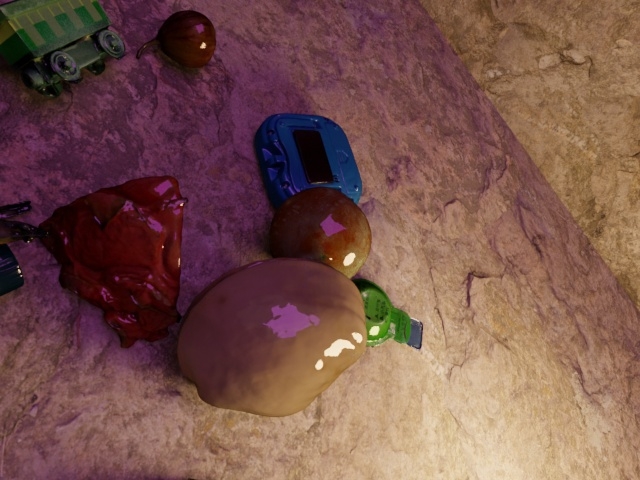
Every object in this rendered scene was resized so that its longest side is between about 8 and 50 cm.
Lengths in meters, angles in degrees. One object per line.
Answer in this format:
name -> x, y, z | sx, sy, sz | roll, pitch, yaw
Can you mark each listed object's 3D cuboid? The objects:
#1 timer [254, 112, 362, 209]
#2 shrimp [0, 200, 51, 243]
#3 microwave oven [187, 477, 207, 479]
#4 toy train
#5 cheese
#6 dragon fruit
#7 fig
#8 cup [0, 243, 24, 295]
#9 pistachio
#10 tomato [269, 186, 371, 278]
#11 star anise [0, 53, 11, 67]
timer -> -0.029, -0.228, 1.408 | 0.309, 0.115, 0.339 | -7, 73, -34
shrimp -> -0.581, -0.041, 0.872 | 0.198, 0.262, 0.051 | -68, 154, -63
microwave oven -> -0.208, 0.574, 0.877 | 0.123, 0.162, 0.208 | 23, 62, -24
toy train -> -0.591, -0.459, 1.060 | 0.202, 0.120, 0.300 | 60, 36, -29
cheese -> 0.169, 0.223, 1.353 | 0.321, 0.083, 0.203 | 28, 54, -19
dragon fruit -> -0.408, 0.050, 0.927 | 0.228, 0.286, 0.329 | -1, 78, -39
fig -> -0.385, -0.565, 1.302 | 0.202, 0.148, 0.149 | 11, 19, 4
cup -> -0.644, 0.050, 0.845 | 0.138, 0.113, 0.150 | -31, 90, -42
pistachio -> -0.094, 0.218, 1.049 | 0.446, 0.281, 0.365 | -7, 102, -23
tomato -> 0.000, 0.000, 1.207 | 0.270, 0.270, 0.222 | 43, 13, -11
star anise -> -0.767, -0.461, 1.009 | 0.229, 0.093, 0.236 | -37, 94, -41
